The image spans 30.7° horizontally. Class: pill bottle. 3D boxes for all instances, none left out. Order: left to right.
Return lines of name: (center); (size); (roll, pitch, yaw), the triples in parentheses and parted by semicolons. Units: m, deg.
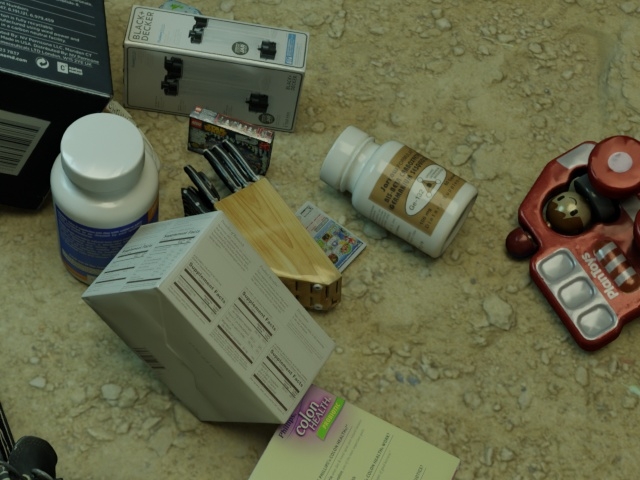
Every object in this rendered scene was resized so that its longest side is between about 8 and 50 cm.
pill bottle: (-0.308, -0.058, 1.676); (0.152, 0.272, 0.152); (4, 59, -7)
pill bottle: (0.121, -0.083, 1.843); (0.229, 0.131, 0.131); (31, 59, 11)

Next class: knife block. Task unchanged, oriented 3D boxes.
knife block: (-0.086, -0.033, 1.793); (0.276, 0.088, 0.242); (9, 61, 5)

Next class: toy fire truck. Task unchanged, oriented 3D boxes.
toy fire truck: (0.437, -0.005, 1.842); (0.254, 0.169, 0.302); (-30, 65, -4)

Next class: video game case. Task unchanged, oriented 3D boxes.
video game case: (0.000, 0.000, 1.844); (0.122, 0.011, 0.087); (37, 60, 14)

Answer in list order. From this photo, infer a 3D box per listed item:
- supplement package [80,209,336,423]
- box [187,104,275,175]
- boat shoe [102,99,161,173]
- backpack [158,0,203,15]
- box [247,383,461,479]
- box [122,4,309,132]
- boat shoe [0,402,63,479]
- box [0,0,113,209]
supplement package: (-0.150, 0.109, 1.574); (0.262, 0.204, 0.145); (51, 56, -23)
box: (-0.145, -0.159, 1.870); (0.137, 0.094, 0.027); (19, 57, 3)
boat shoe: (-0.348, -0.177, 1.855); (0.098, 0.096, 0.277); (-49, 54, 6)
backpack: (-0.233, -0.345, 1.976); (0.114, 0.084, 0.105); (19, 60, 0)
box: (0.030, 0.347, 1.566); (0.243, 0.117, 0.213); (26, 54, 6)
box: (-0.172, -0.277, 1.895); (0.290, 0.169, 0.087); (7, 58, -3)
boat shoe: (-0.396, 0.327, 1.483); (0.156, 0.186, 0.500); (-31, 62, -18)
box: (-0.477, -0.297, 1.747); (0.212, 0.293, 0.395); (11, 52, -32)
